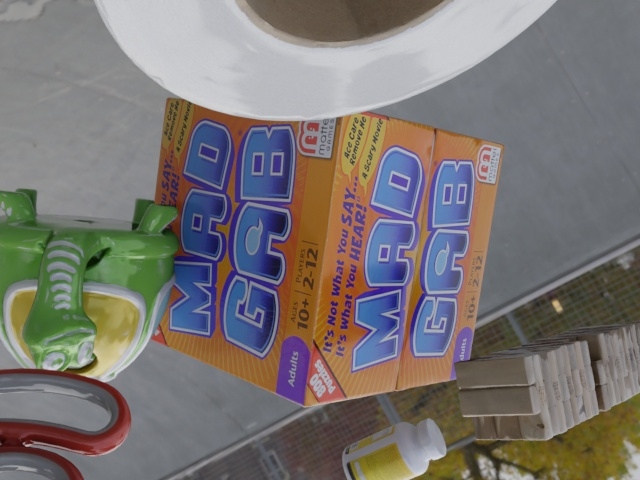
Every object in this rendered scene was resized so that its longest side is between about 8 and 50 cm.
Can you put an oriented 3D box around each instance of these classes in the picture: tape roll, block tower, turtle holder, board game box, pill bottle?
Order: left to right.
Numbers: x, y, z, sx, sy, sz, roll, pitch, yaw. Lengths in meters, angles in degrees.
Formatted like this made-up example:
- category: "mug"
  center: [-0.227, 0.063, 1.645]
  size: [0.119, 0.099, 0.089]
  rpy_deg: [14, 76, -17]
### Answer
- category: "turtle holder"
  center: [-0.284, 0.060, 0.942]
  size: [0.243, 0.227, 0.320]
  rpy_deg: [3, -175, -40]
- category: "board game box"
  center: [0.000, 0.000, 1.116]
  size: [0.357, 0.356, 0.356]
  rpy_deg: [13, -173, 43]
- category: "tape roll"
  center: [0.029, -0.232, 0.532]
  size: [0.392, 0.072, 0.392]
  rpy_deg: [-14, 153, -8]
- category: "pill bottle"
  center: [0.141, 0.409, 1.451]
  size: [0.184, 0.103, 0.103]
  rpy_deg: [-29, 175, 20]
- category: "block tower"
  center: [0.294, 0.162, 0.917]
  size: [0.097, 0.090, 0.335]
  rpy_deg: [-13, 173, 44]

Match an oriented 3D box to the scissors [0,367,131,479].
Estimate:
- category: "scissors"
  center: [-0.257, 0.104, 0.408]
  size: [0.297, 0.109, 0.021]
  rpy_deg: [7, 134, -3]
